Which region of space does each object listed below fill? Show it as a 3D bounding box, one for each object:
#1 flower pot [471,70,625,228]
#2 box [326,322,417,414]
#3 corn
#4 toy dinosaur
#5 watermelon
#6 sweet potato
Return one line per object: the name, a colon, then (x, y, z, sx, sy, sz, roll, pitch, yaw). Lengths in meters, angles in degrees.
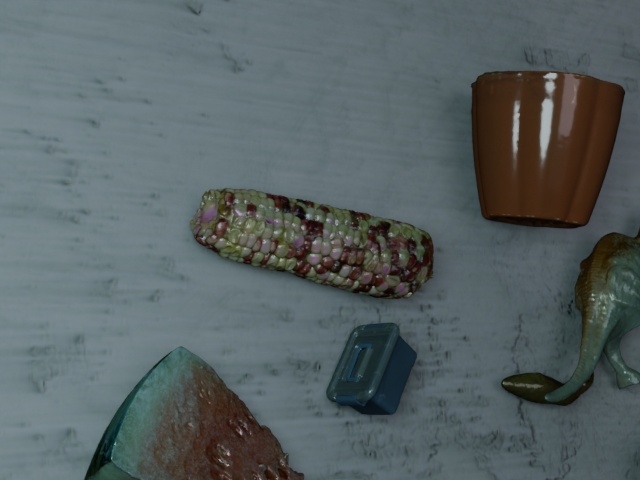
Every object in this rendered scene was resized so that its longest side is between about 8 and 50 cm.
flower pot: (0.269, -0.106, 1.307, 0.191, 0.190, 0.173, 9, 84, -29)
box: (0.060, 0.145, 1.174, 0.054, 0.074, 0.099, 42, 59, -31)
corn: (0.000, 0.000, 1.163, 0.280, 0.092, 0.092, 14, 70, -25)
toy dinosaur: (0.379, 0.105, 1.359, 0.393, 0.092, 0.205, -29, 92, -32)
watermelon: (-0.103, 0.227, 1.054, 0.241, 0.094, 0.154, 40, 51, -17)
sweet potato: (0.283, 0.182, 1.314, 0.153, 0.038, 0.041, 4, 90, -32)
